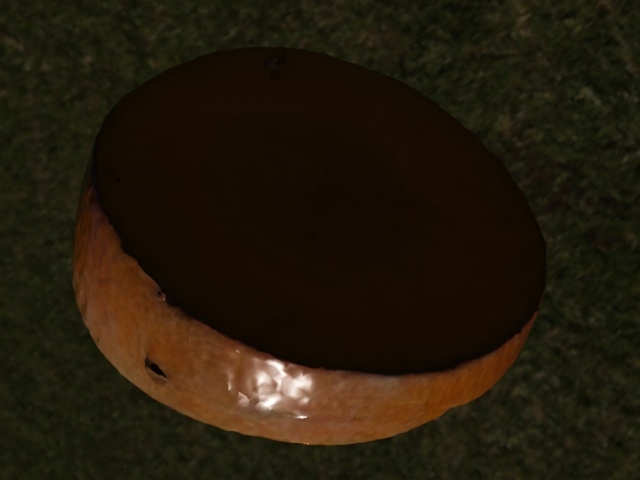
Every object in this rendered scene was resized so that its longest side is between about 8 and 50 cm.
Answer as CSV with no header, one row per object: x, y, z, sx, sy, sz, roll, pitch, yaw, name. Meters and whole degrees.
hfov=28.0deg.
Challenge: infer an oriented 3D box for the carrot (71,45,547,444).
0.000,0.000,0.818,0.307,0.258,0.100,7,145,-10,carrot
